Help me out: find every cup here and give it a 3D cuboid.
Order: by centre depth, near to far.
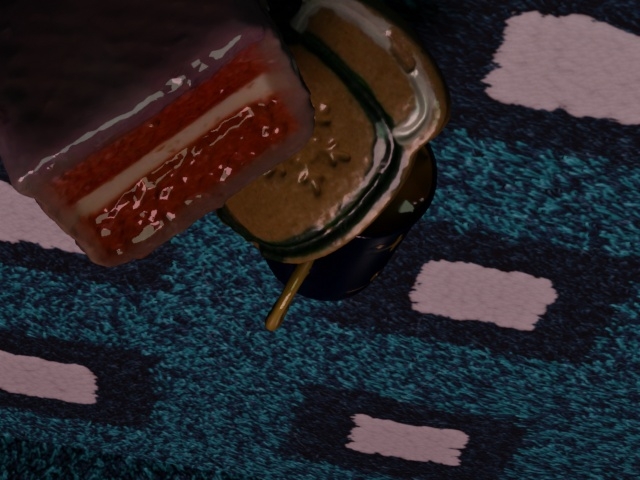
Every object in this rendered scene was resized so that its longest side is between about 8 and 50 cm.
[{"bbox_3d":[-0.008,-0.020,2.308,0.255,0.178,0.256,-30,167,-22],"label":"cup"}]

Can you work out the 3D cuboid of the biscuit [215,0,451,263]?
[{"bbox_3d":[-0.026,-0.138,2.082,0.287,0.057,0.344,48,127,6],"label":"biscuit"}]

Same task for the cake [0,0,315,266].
[{"bbox_3d":[-0.186,-0.160,1.934,0.309,0.230,0.237,-32,150,1],"label":"cake"}]
